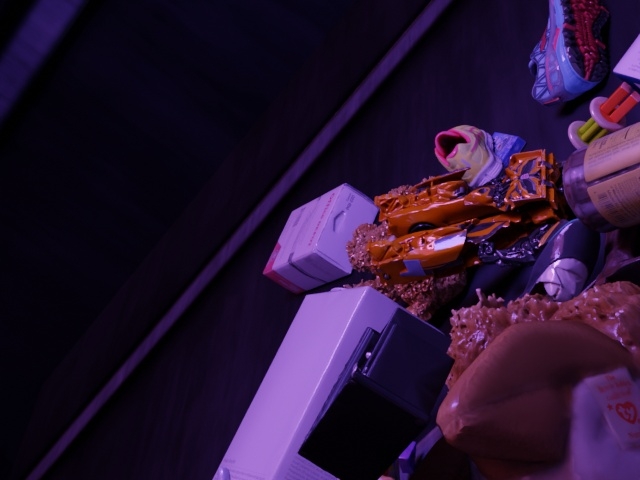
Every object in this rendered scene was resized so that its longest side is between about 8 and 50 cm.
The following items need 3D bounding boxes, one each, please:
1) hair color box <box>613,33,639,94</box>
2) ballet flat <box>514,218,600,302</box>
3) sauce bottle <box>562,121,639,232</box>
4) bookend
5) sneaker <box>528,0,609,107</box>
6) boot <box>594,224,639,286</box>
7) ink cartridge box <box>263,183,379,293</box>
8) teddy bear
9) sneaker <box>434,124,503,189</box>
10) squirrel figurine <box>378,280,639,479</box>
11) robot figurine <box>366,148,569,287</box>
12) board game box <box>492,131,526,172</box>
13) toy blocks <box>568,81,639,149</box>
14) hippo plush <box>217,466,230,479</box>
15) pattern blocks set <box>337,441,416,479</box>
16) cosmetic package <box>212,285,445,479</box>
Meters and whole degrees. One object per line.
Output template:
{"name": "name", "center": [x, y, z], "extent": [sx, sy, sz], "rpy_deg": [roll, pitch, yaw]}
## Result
{"name": "hair color box", "center": [0.513, -0.299, 1.293], "extent": [0.347, 0.105, 0.174], "rpy_deg": [-55, 19, 7]}
{"name": "ballet flat", "center": [0.275, 0.069, 1.330], "extent": [0.074, 0.074, 0.203], "rpy_deg": [-88, 24, -58]}
{"name": "sauce bottle", "center": [0.422, -0.101, 1.180], "extent": [0.344, 0.111, 0.111], "rpy_deg": [-21, 39, 47]}
{"name": "bookend", "center": [0.064, 0.115, 0.974], "extent": [0.156, 0.072, 0.157], "rpy_deg": [-58, -2, -37]}
{"name": "sneaker", "center": [0.361, -0.305, 1.701], "extent": [0.125, 0.104, 0.262], "rpy_deg": [-43, 22, 41]}
{"name": "boot", "center": [0.362, 0.003, 1.291], "extent": [0.106, 0.037, 0.114], "rpy_deg": [-33, 25, 49]}
{"name": "ink cartridge box", "center": [0.000, 0.000, 2.125], "extent": [0.218, 0.092, 0.159], "rpy_deg": [-27, 34, 60]}
{"name": "teddy bear", "center": [0.121, 0.004, 1.739], "extent": [0.245, 0.113, 0.338], "rpy_deg": [-36, 21, 18]}
{"name": "sneaker", "center": [0.218, -0.147, 1.745], "extent": [0.081, 0.094, 0.208], "rpy_deg": [-55, 16, 11]}
{"name": "squirrel figurine", "center": [0.194, 0.225, 1.086], "extent": [0.397, 0.281, 0.370], "rpy_deg": [-54, 1, -43]}
{"name": "robot figurine", "center": [0.211, -0.034, 1.515], "extent": [0.291, 0.085, 0.211], "rpy_deg": [-17, 36, 23]}
{"name": "board game box", "center": [0.274, -0.125, 1.751], "extent": [0.090, 0.020, 0.090], "rpy_deg": [-57, 17, 0]}
{"name": "toy blocks", "center": [0.376, -0.136, 1.356], "extent": [0.148, 0.054, 0.123], "rpy_deg": [-50, 49, 50]}
{"name": "hippo plush", "center": [-0.105, 0.487, 1.322], "extent": [0.237, 0.294, 0.234], "rpy_deg": [-55, -5, 31]}
{"name": "pattern blocks set", "center": [0.059, 0.279, 1.307], "extent": [0.325, 0.026, 0.286], "rpy_deg": [-25, -65, -68]}
{"name": "cosmetic package", "center": [-0.003, 0.266, 1.592], "extent": [0.385, 0.156, 0.217], "rpy_deg": [-61, 19, -16]}
